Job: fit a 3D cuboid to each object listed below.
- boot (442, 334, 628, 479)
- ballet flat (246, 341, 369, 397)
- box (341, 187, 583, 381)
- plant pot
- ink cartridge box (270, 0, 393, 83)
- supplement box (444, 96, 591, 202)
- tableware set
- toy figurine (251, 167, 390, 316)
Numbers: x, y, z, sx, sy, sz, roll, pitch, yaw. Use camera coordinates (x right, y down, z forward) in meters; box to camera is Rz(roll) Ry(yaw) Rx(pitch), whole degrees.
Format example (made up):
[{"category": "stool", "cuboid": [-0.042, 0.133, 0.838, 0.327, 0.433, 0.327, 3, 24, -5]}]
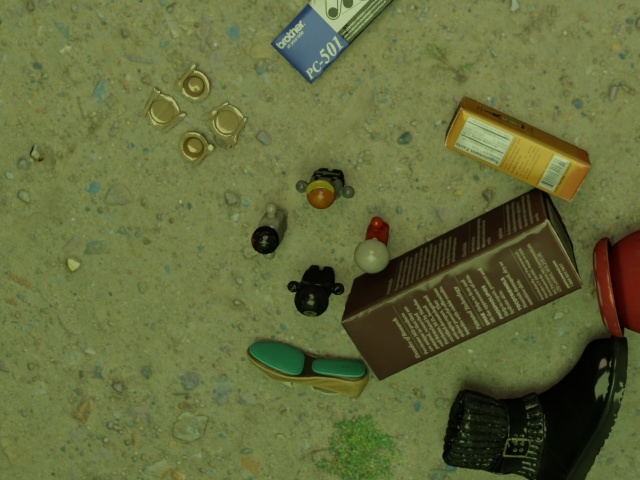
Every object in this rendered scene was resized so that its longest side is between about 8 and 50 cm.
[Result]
[{"category": "boot", "cuboid": [0.377, 0.292, 1.793, 0.260, 0.131, 0.347, 18, 112, 2]}, {"category": "ballet flat", "cuboid": [-0.028, 0.249, 1.873, 0.232, 0.080, 0.073, 12, 127, 6]}, {"category": "box", "cuboid": [0.236, 0.072, 1.701, 0.381, 0.191, 0.143, -26, 104, 17]}, {"category": "plant pot", "cuboid": [0.546, 0.070, 1.658, 0.174, 0.191, 0.191, -10, 108, 21]}, {"category": "ink cartridge box", "cuboid": [0.024, -0.363, 1.650, 0.097, 0.046, 0.207, 44, 111, -7]}, {"category": "supplement box", "cuboid": [0.323, -0.152, 1.665, 0.233, 0.078, 0.080, 26, 115, -1]}, {"category": "tableware set", "cuboid": [-0.221, -0.215, 1.758, 0.141, 0.020, 0.168, -40, 99, 20]}, {"category": "toy figurine", "cuboid": [0.000, 0.000, 1.734, 0.213, 0.148, 0.209, -35, 102, 19]}]
